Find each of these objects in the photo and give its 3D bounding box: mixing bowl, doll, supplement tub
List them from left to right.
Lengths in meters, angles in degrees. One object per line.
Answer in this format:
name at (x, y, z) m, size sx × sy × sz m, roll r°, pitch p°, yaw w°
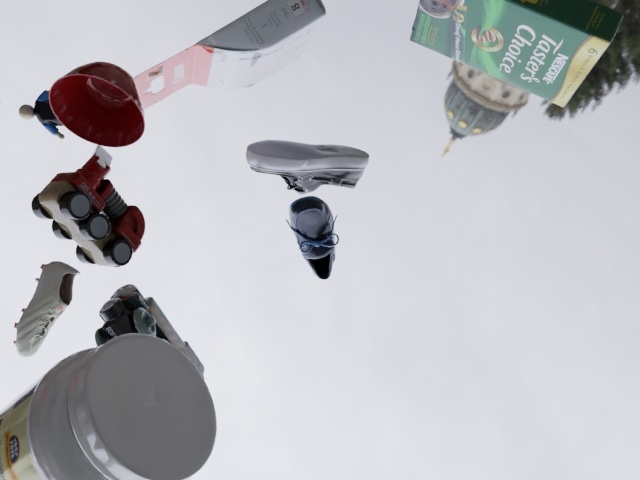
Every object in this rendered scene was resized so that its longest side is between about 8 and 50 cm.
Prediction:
doll at (-0.642, -0.312, 1.449) m, size 0.189 × 0.129 × 0.046 m, roll -1°, pitch -151°, yaw -15°
supplement tub at (-0.323, 0.290, 0.795) m, size 0.235 × 0.325 × 0.235 m, roll 42°, pitch -154°, yaw -25°
mixing bowl at (-0.423, -0.281, 1.151) m, size 0.182 × 0.181 × 0.098 m, roll 15°, pitch -128°, yaw -11°

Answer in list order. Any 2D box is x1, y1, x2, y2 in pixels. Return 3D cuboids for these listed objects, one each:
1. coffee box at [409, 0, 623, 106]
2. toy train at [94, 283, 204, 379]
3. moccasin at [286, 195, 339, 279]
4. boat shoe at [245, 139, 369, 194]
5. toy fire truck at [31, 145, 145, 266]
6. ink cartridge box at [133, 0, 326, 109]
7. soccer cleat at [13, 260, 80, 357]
coffee box at (0.187, -0.212, 0.587) m, size 0.184 × 0.113 × 0.040 m, roll 27°, pitch -107°, yaw 8°
toy train at (-0.384, 0.254, 1.347) m, size 0.333 × 0.142 × 0.190 m, roll 60°, pitch -176°, yaw -20°
moccasin at (0.000, 0.000, 1.668) m, size 0.138 × 0.342 × 0.116 m, roll -16°, pitch -121°, yaw 6°
boat shoe at (-0.020, -0.107, 0.901) m, size 0.229 × 0.076 × 0.080 m, roll -9°, pitch -147°, yaw -45°
toy fire truck at (-0.472, -0.092, 1.274) m, size 0.159 × 0.217 × 0.246 m, roll 1°, pitch -132°, yaw 31°
ink cartridge box at (-0.117, -0.224, 0.752) m, size 0.232 × 0.189 × 0.066 m, roll -38°, pitch -81°, yaw -10°
soccer cleat at (-0.531, 0.136, 1.138) m, size 0.076 × 0.068 × 0.196 m, roll 15°, pitch -98°, yaw 12°
